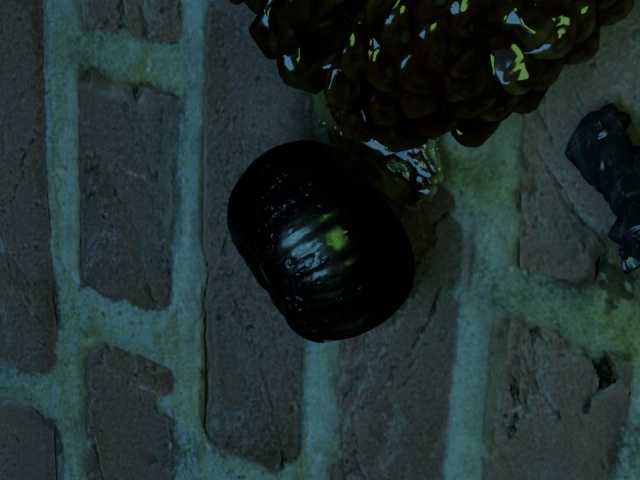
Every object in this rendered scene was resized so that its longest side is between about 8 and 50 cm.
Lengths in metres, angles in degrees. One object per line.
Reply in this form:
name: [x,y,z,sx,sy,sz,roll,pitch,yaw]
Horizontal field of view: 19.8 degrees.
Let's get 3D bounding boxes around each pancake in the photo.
pancake: [0.084,-0.189,1.980,0.266,0.057,0.244,48,121,3]

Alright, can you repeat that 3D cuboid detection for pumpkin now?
pumpkin: [0.000,0.000,2.010,0.233,0.163,0.233,53,169,15]

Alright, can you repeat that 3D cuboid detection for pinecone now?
pinecone: [0.090,-0.296,1.711,0.398,0.398,0.397,15,118,30]

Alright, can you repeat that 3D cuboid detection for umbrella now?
umbrella: [0.313,-0.035,1.802,0.224,0.071,0.080,-106,33,-41]
